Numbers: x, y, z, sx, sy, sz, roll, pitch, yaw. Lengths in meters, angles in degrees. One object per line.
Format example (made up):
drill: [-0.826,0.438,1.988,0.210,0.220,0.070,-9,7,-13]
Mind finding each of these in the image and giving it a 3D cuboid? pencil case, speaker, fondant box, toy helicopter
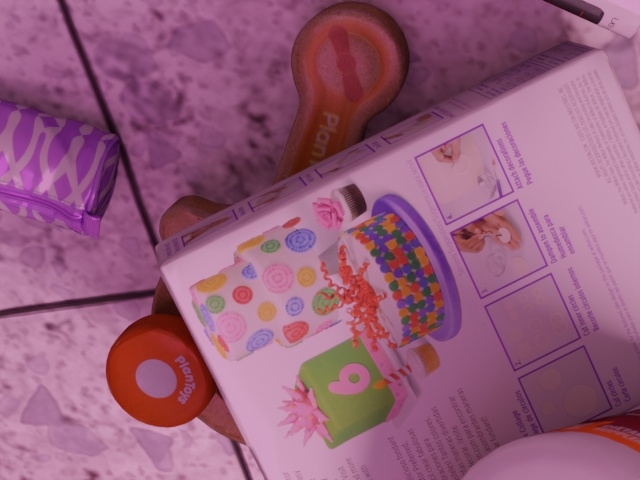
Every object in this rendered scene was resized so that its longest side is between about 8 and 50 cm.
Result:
pencil case: [-0.253,-0.064,1.411,0.206,0.088,0.086,13,127,4]
speaker: [0.158,-0.186,1.251,0.136,0.055,0.055,24,125,-4]
fondant box: [0.085,0.040,1.289,0.330,0.096,0.238,-26,103,-3]
toy helicopter: [0.000,0.000,1.373,0.235,0.140,0.355,20,113,7]

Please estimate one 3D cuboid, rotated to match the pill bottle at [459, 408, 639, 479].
pill bottle: [0.272,0.215,1.272,0.224,0.392,0.224,4,96,41]
